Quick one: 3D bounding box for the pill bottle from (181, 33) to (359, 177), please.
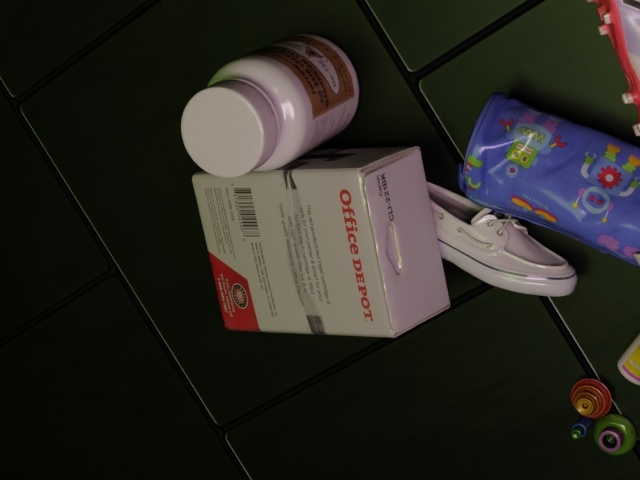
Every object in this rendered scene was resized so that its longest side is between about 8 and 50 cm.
[{"bbox_3d":[-0.058,-0.149,2.007,0.131,0.229,0.131,9,111,24],"label":"pill bottle"}]

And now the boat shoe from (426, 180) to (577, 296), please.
[{"bbox_3d":[0.187,-0.005,2.019,0.226,0.083,0.076,20,116,20],"label":"boat shoe"}]

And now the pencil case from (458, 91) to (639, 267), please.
[{"bbox_3d":[0.294,-0.049,1.927,0.306,0.133,0.119,25,157,18],"label":"pencil case"}]

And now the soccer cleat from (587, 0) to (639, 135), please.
[{"bbox_3d":[0.345,-0.226,1.881,0.095,0.083,0.248,-18,94,0],"label":"soccer cleat"}]

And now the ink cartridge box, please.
[{"bbox_3d":[0.000,0.000,2.059,0.272,0.114,0.197,1,108,44],"label":"ink cartridge box"}]

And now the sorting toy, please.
[{"bbox_3d":[0.317,0.210,2.052,0.061,0.042,0.102,-30,93,31],"label":"sorting toy"}]

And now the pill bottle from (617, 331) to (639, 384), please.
[{"bbox_3d":[0.371,0.120,1.994,0.043,0.043,0.083,39,120,10],"label":"pill bottle"}]
